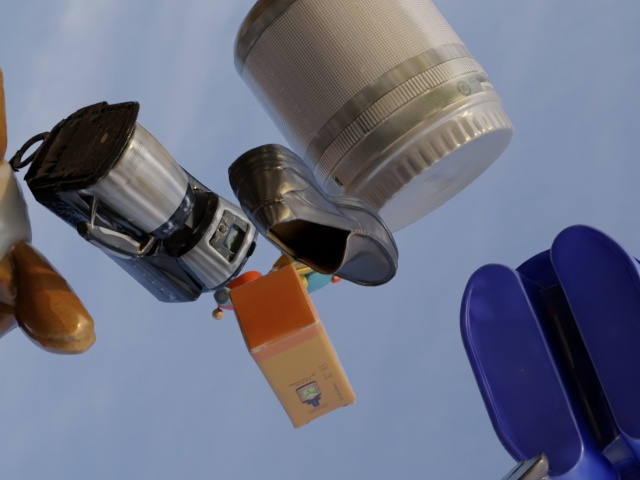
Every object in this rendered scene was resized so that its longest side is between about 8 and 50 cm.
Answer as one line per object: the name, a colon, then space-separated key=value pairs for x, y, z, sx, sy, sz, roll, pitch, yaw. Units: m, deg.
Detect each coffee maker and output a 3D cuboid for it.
coffee maker: x=-0.165 y=-0.036 z=1.347 sx=0.120 sy=0.178 sz=0.171 roll=-51 pitch=-147 yaw=-7

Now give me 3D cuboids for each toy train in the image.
toy train: x=-0.047 y=0.037 z=1.581 sx=0.125 sy=0.166 sz=0.046 roll=-36 pitch=-109 yaw=20

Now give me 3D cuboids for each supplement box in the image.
supplement box: x=-0.026 y=0.115 z=1.543 sx=0.078 sy=0.233 sz=0.080 roll=-24 pitch=-120 yaw=-1

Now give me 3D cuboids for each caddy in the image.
caddy: x=0.307 y=0.149 z=1.735 sx=0.241 sy=0.179 sz=0.341 roll=-25 pitch=-118 yaw=15

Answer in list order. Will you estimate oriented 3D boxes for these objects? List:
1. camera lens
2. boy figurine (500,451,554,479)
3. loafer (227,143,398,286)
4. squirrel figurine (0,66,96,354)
camera lens: x=0.053 y=-0.170 z=1.623 sx=0.219 sy=0.219 sz=0.274 roll=-39 pitch=-104 yaw=14
boy figurine: x=0.279 y=0.336 z=1.451 sx=0.092 sy=0.285 sz=0.177 roll=-42 pitch=177 yaw=-18
loafer: x=0.000 y=0.000 z=1.008 sx=0.062 sy=0.170 sz=0.061 roll=-33 pitch=-130 yaw=23
squirrel figurine: x=-0.469 y=0.015 z=1.320 sx=0.370 sy=0.281 sz=0.397 roll=-26 pitch=-158 yaw=-32
